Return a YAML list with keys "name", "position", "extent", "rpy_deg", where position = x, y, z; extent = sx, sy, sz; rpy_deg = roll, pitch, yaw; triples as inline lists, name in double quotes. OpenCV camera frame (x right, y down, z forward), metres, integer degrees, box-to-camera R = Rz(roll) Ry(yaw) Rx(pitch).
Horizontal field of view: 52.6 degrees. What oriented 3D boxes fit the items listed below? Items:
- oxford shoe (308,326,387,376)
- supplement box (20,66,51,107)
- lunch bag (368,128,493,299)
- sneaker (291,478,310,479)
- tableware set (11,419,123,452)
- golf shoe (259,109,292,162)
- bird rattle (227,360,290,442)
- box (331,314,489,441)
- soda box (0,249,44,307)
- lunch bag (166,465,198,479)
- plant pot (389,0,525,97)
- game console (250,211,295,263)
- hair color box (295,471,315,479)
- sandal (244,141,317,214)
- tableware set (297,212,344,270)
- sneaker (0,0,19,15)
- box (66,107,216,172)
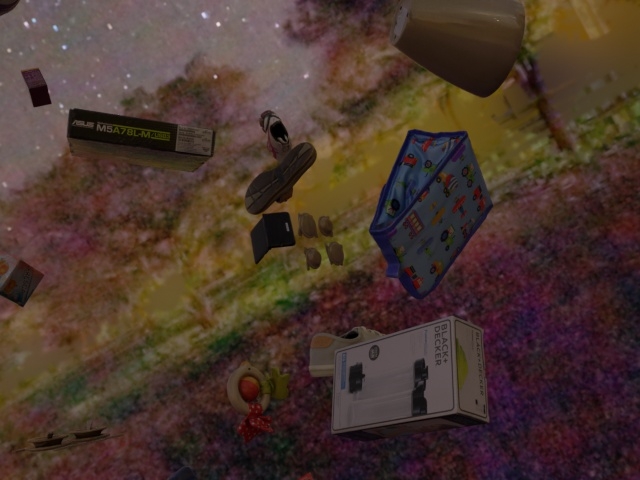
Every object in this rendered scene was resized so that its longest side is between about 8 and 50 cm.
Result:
- name: "oxford shoe"
  position: [0.142, 0.311, 1.859]
  extent: [0.449, 0.130, 0.169]
  rpy_deg: [5, -16, -45]
- name: "supplement box"
  position: [-0.665, -0.358, 1.516]
  extent: [0.043, 0.083, 0.055]
  rpy_deg: [-19, -40, -24]
- name: "lunch bag"
  position: [0.210, -0.039, 1.289]
  extent: [0.138, 0.221, 0.293]
  rpy_deg: [9, 57, 38]
- name: "sneaker"
  position: [-0.079, 0.560, 1.415]
  extent: [0.089, 0.051, 0.170]
  rpy_deg: [-13, -23, -26]
- name: "tableware set"
  position: [-0.515, 0.398, 1.330]
  extent: [0.128, 0.039, 0.194]
  rpy_deg: [-10, -11, 23]
- name: "golf shoe"
  position: [-0.119, -0.284, 1.880]
  extent: [0.067, 0.186, 0.086]
  rpy_deg: [-33, 43, -8]
- name: "bird rattle"
  position: [-0.225, 0.514, 2.114]
  extent: [0.143, 0.207, 0.253]
  rpy_deg: [-32, 17, 46]
- name: "box"
  position: [0.150, 0.252, 1.151]
  extent: [0.087, 0.169, 0.290]
  rpy_deg: [26, -34, -35]
- name: "soda box"
  position: [-0.532, 0.044, 1.038]
  extent: [0.183, 0.058, 0.063]
  rpy_deg: [17, 69, 30]
- name: "lunch bag"
  position: [-0.406, 0.706, 1.897]
  extent: [0.098, 0.067, 0.065]
  rpy_deg: [-34, -3, -27]
- name: "plant pot"
  position: [0.324, -0.519, 1.631]
  extent: [0.273, 0.257, 0.256]
  rpy_deg: [11, -9, -15]
- name: "game console"
  position: [-0.126, -0.007, 1.696]
  extent: [0.107, 0.122, 0.071]
  rpy_deg: [-6, -42, -10]
- name: "hair color box"
  position: [-0.014, 0.683, 1.654]
  extent: [0.053, 0.093, 0.167]
  rpy_deg: [-29, 16, -1]
- name: "sandal"
  position: [-0.064, -0.099, 1.117]
  extent: [0.180, 0.072, 0.049]
  rpy_deg: [-37, -43, 28]
- name: "tableware set"
  position: [0.000, 0.000, 1.612]
  extent: [0.020, 0.141, 0.168]
  rpy_deg: [-18, -9, 36]
- name: "sneaker"
  position: [-0.547, -0.349, 0.958]
  extent: [0.114, 0.152, 0.305]
  rpy_deg: [52, -124, -76]
- name: "box"
  position: [-0.259, -0.138, 0.928]
  extent: [0.190, 0.045, 0.184]
  rpy_deg: [6, -1, -18]
